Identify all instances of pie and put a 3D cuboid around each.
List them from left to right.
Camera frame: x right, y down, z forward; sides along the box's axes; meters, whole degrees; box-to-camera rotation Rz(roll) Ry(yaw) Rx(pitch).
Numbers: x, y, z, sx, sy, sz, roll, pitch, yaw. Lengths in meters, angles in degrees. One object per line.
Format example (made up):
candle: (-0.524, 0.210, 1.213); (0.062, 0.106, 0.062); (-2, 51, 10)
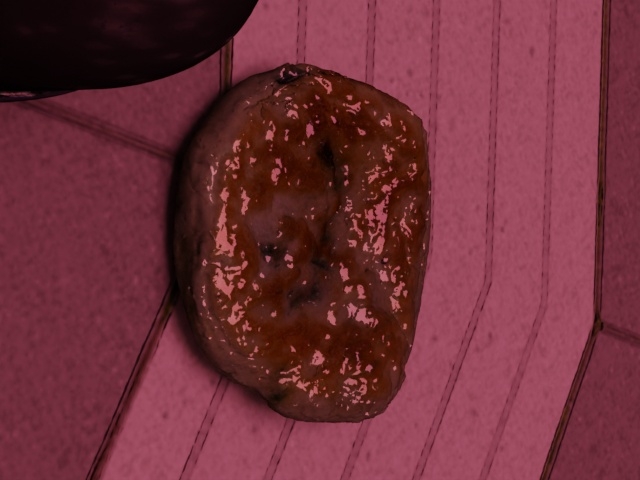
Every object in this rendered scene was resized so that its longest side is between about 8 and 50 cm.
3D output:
pie: (0.000, 0.000, 1.236); (0.240, 0.054, 0.240); (2, 87, -43)

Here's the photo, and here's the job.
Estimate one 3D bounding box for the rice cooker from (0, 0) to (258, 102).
rice cooker: (-0.151, -0.194, 0.972); (0.267, 0.224, 0.267); (1, 88, -45)
